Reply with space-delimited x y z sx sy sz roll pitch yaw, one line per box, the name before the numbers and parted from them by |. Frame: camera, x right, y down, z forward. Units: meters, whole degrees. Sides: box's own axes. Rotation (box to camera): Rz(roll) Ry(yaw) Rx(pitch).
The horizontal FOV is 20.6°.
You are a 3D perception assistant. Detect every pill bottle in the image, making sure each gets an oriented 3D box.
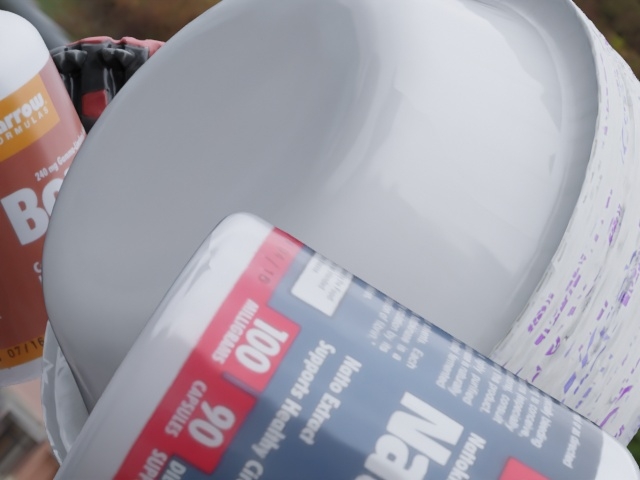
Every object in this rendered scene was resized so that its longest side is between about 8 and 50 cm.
pill bottle | -0.182 -0.041 0.918 0.121 0.121 0.216 -99 168 -66
pill bottle | 0.025 0.081 0.476 0.180 0.108 0.108 31 16 0

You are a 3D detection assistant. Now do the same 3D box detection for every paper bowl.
paper bowl | 0.000 0.000 0.727 0.148 0.284 0.284 43 13 -35

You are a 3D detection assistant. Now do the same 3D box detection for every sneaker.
sneaker | -0.054 -0.080 1.172 0.276 0.098 0.135 3 -4 0
